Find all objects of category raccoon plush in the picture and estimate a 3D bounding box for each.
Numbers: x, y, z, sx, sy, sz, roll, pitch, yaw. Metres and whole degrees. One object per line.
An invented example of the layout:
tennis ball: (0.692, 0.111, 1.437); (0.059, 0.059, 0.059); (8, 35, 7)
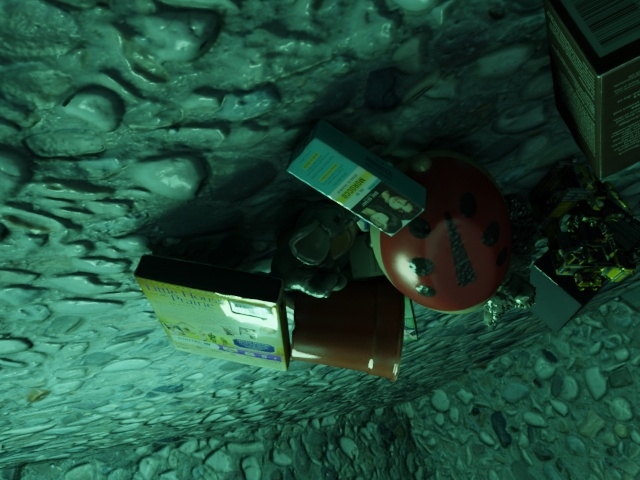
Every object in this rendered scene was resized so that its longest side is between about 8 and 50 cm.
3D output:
raccoon plush: (0.552, 0.048, 1.603); (0.447, 0.299, 0.216); (-9, 153, -21)

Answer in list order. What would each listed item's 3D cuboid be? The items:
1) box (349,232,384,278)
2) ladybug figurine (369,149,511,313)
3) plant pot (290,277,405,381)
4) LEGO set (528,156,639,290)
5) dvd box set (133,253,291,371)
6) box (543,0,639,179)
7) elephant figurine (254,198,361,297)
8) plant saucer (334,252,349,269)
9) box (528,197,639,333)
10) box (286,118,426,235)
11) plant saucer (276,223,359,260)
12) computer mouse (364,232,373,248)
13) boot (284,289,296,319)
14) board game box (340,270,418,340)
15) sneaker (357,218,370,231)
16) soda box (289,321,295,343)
box: (0.212, 0.028, 1.528); (0.275, 0.113, 0.094); (-6, 177, -28)
ladybug figurine: (0.271, 0.005, 1.293); (0.305, 0.161, 0.449); (-27, 129, 6)
plant pot: (0.063, 0.213, 1.539); (0.265, 0.272, 0.272); (4, 153, 0)
LEGO set: (0.678, -0.062, 1.494); (0.255, 0.331, 0.192); (8, 148, -7)
dvd box set: (-0.227, 0.181, 1.396); (0.308, 0.062, 0.420); (9, 150, 6)
box: (0.498, -0.278, 1.039); (0.143, 0.191, 0.381); (-25, 154, 13)
elephant figurine: (-0.012, -0.017, 1.250); (0.186, 0.169, 0.239); (-26, 131, -47)
plant saucer: (-0.023, 0.055, 1.530); (0.195, 0.037, 0.195); (-15, 155, -7)
box: (0.794, 0.086, 1.855); (0.312, 0.179, 0.343); (-41, 157, -8)
box: (0.068, -0.110, 1.100); (0.244, 0.060, 0.100); (31, 134, -18)
plant saucer: (0.000, 0.000, 1.385); (0.199, 0.036, 0.198); (-13, 141, -11)
computer mouse: (0.174, -0.066, 1.353); (0.071, 0.041, 0.242); (-38, 164, -52)
boot: (-0.089, 0.160, 1.676); (0.190, 0.086, 0.069); (34, 139, -26)
board game box: (0.161, 0.197, 1.759); (0.214, 0.046, 0.317); (-5, 139, 12)
sneaker: (0.118, -0.071, 1.349); (0.085, 0.058, 0.152); (-16, 149, 14)
soda box: (-0.064, 0.318, 2.009); (0.063, 0.058, 0.183); (-12, 155, -15)
